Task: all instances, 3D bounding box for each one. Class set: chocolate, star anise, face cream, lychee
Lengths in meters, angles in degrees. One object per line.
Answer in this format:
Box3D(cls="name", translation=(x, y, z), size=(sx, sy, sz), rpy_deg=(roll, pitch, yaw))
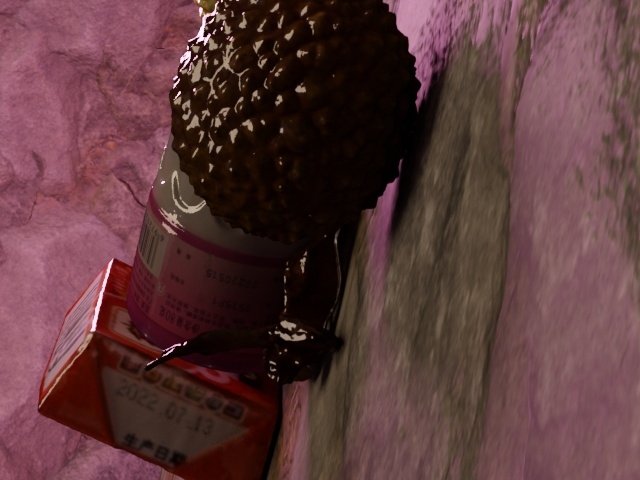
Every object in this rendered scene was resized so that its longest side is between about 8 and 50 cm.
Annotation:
Box3D(cls="chocolate", translation=(-0.150, 0.134, 1.703), size=(0.108, 0.235, 0.237), rpy_deg=(-61, 10, 16))
Box3D(cls="star anise", translation=(-0.056, 0.068, 1.406), size=(0.140, 0.144, 0.158), rpy_deg=(-72, -1, -57))
Box3D(cls="face cream", translation=(-0.071, -0.006, 1.503), size=(0.175, 0.175, 0.195), rpy_deg=(-89, 14, -61))
Box3D(cls="lychee", translation=(-0.023, -0.097, 1.252), size=(0.238, 0.200, 0.200), rpy_deg=(-42, 32, 55))

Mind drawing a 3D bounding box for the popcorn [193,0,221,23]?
Box3D(cls="popcorn", translation=(-0.047, -0.276, 1.869), size=(0.187, 0.185, 0.167), rpy_deg=(102, 174, -50))
